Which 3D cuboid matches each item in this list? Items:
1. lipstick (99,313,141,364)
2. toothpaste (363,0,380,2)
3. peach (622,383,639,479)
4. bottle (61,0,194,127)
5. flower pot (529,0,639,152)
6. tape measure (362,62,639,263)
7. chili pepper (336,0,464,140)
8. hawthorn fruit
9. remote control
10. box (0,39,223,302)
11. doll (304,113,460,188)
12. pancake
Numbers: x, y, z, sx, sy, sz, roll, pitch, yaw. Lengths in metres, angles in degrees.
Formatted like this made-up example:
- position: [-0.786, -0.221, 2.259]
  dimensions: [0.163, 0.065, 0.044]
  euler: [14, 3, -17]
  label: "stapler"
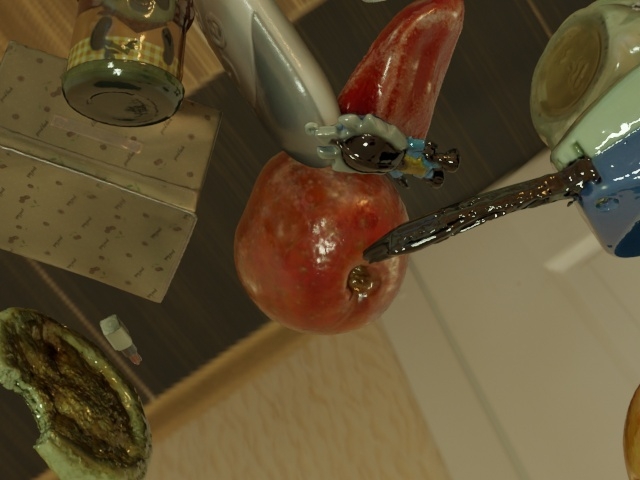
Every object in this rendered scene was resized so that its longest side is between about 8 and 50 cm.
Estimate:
- position: [-0.255, 0.135, 1.788]
  dimensions: [0.025, 0.025, 0.107]
  euler: [-26, 145, -2]
  label: "lipstick"
- position: [0.042, -0.426, 1.694]
  dimensions: [0.096, 0.061, 0.266]
  euler: [-19, 115, 0]
  label: "toothpaste"
- position: [0.470, 0.254, 1.552]
  dimensions: [0.248, 0.245, 0.275]
  euler: [-10, 92, 4]
  label: "peach"
- position: [-0.214, -0.271, 1.519]
  dimensions: [0.143, 0.271, 0.156]
  euler: [-7, 158, 26]
  label: "bottle"
- position: [0.361, -0.165, 1.581]
  dimensions: [0.195, 0.246, 0.246]
  euler: [19, 110, -23]
  label: "flower pot"
- position: [0.212, -0.040, 0.987]
  dimensions: [0.351, 0.098, 0.215]
  euler: [-31, 160, 7]
  label: "tape measure"
- position: [0.118, -0.248, 1.917]
  dimensions: [0.144, 0.136, 0.253]
  euler: [24, 91, -12]
  label: "chili pepper"
- position: [0.000, 0.000, 1.995]
  dimensions: [0.284, 0.284, 0.284]
  euler: [-4, 116, -9]
  label: "hawthorn fruit"
- position: [-0.073, -0.241, 1.827]
  dimensions: [0.103, 0.221, 0.332]
  euler: [-33, 81, -9]
  label: "remote control"
- position: [-0.303, -0.086, 1.793]
  dimensions: [0.297, 0.190, 0.225]
  euler: [20, 141, -8]
  label: "box"
- position: [0.070, -0.108, 1.634]
  dimensions: [0.195, 0.070, 0.096]
  euler: [15, 137, -23]
  label: "doll"
- position: [-0.263, 0.169, 1.469]
  dimensions: [0.037, 0.253, 0.253]
  euler: [-39, 116, 14]
  label: "pancake"
